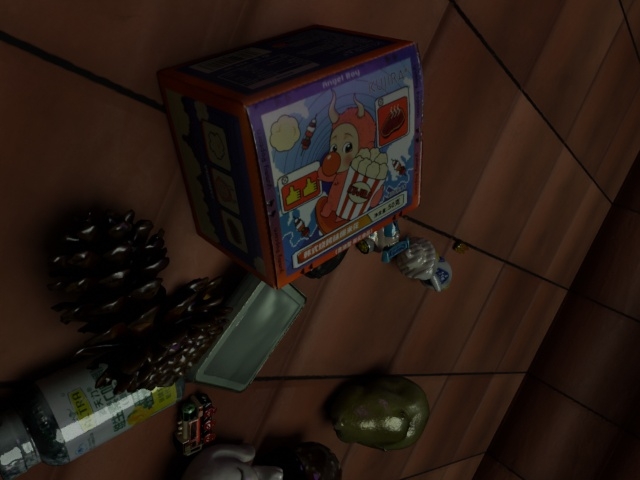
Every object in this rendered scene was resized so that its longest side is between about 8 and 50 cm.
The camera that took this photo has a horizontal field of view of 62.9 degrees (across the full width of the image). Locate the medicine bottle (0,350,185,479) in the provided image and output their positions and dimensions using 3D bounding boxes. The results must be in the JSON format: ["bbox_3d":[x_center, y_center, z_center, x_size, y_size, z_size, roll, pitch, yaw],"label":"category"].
[{"bbox_3d":[-0.385,0.270,0.867,0.293,0.141,0.141,-23,128,-36],"label":"medicine bottle"}]

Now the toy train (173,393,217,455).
[{"bbox_3d":[-0.272,0.396,1.134,0.087,0.050,0.138,-13,121,-38],"label":"toy train"}]

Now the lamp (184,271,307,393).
[{"bbox_3d":[-0.146,0.192,1.101,0.269,0.047,0.266,-54,155,-9],"label":"lamp"}]

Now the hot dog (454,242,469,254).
[{"bbox_3d":[0.459,0.024,1.714,0.037,0.021,0.083,-44,146,13],"label":"hot dog"}]

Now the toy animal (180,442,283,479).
[{"bbox_3d":[-0.223,0.581,1.174,0.265,0.206,0.272,64,39,-53],"label":"toy animal"}]

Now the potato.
[{"bbox_3d":[0.175,0.520,1.578,0.351,0.202,0.218,2,123,-33],"label":"potato"}]

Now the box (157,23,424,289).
[{"bbox_3d":[-0.033,-0.160,0.896,0.348,0.257,0.319,-30,130,-32],"label":"box"}]

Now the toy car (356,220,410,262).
[{"bbox_3d":[0.165,-0.037,1.303,0.126,0.098,0.161,-28,133,-36],"label":"toy car"}]

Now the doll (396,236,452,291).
[{"bbox_3d":[0.309,0.073,1.510,0.293,0.119,0.138,30,46,-51],"label":"doll"}]

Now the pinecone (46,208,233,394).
[{"bbox_3d":[-0.276,0.080,0.788,0.246,0.246,0.292,-34,96,-29],"label":"pinecone"}]

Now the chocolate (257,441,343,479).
[{"bbox_3d":[-0.061,0.694,1.411,0.210,0.225,0.340,3,110,-56],"label":"chocolate"}]

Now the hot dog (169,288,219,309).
[{"bbox_3d":[-0.240,0.146,1.017,0.090,0.060,0.140,-45,132,-12],"label":"hot dog"}]

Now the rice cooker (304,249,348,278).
[{"bbox_3d":[0.000,0.000,1.145,0.165,0.106,0.112,-53,140,-3],"label":"rice cooker"}]
